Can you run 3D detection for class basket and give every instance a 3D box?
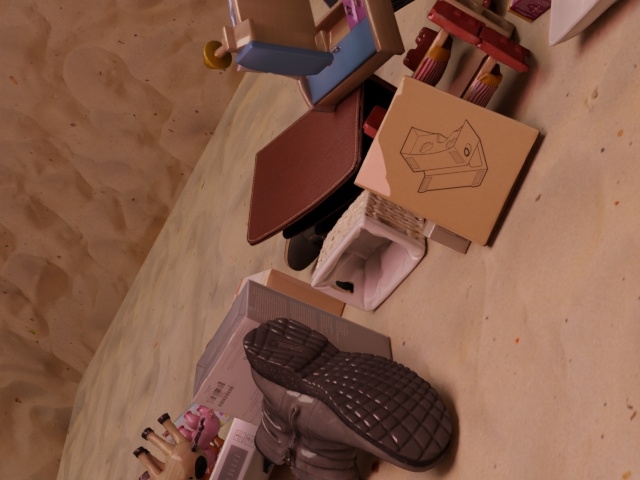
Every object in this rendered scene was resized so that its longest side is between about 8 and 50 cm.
[{"bbox_3d":[0.074,0.010,1.684,0.167,0.113,0.103,-52,20,41],"label":"basket"}]

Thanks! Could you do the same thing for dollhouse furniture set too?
[{"bbox_3d":[0.203,-0.256,1.655,0.201,0.152,0.374,-59,1,26],"label":"dollhouse furniture set"},{"bbox_3d":[-0.075,-0.346,1.642,0.198,0.303,0.286,-34,63,48],"label":"dollhouse furniture set"}]

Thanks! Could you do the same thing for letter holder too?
[{"bbox_3d":[0.027,-0.100,1.833,0.302,0.152,0.214,-34,40,43],"label":"letter holder"}]

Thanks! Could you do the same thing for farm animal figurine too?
[{"bbox_3d":[-0.230,0.442,1.828,0.327,0.172,0.330,-47,-20,1],"label":"farm animal figurine"}]

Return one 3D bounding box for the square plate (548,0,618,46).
[{"bbox_3d":[0.409,-0.449,1.365,0.344,0.049,0.347,-45,27,53],"label":"square plate"}]

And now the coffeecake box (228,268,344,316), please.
[{"bbox_3d":[-0.061,0.113,1.911,0.185,0.142,0.068,-21,48,69],"label":"coffeecake box"}]

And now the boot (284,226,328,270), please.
[{"bbox_3d":[0.000,0.000,2.011,0.197,0.077,0.137,-60,23,24],"label":"boot"}]

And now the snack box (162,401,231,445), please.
[{"bbox_3d":[-0.188,0.299,2.076,0.174,0.070,0.207,-45,-1,-38],"label":"snack box"}]

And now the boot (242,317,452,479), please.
[{"bbox_3d":[0.039,0.253,1.441,0.338,0.118,0.222,29,137,42],"label":"boot"}]

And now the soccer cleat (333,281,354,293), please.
[{"bbox_3d":[0.048,0.030,1.836,0.072,0.060,0.179,-55,17,30],"label":"soccer cleat"}]

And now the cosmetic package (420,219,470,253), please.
[{"bbox_3d":[0.188,-0.047,1.497,0.115,0.060,0.041,-64,15,3],"label":"cosmetic package"}]

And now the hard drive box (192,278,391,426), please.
[{"bbox_3d":[-0.041,0.185,1.594,0.181,0.232,0.089,-57,18,29],"label":"hard drive box"}]

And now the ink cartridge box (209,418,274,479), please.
[{"bbox_3d":[-0.072,0.285,1.796,0.275,0.060,0.239,-68,-20,-5],"label":"ink cartridge box"}]

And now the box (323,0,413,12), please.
[{"bbox_3d":[0.166,-0.566,1.794,0.293,0.212,0.395,-37,-3,-37],"label":"box"}]

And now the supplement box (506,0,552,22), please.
[{"bbox_3d":[0.307,-0.355,1.568,0.083,0.043,0.055,-33,36,63],"label":"supplement box"}]

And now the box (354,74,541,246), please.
[{"bbox_3d":[0.164,-0.107,1.455,0.164,0.201,0.021,-66,-22,7],"label":"box"}]
